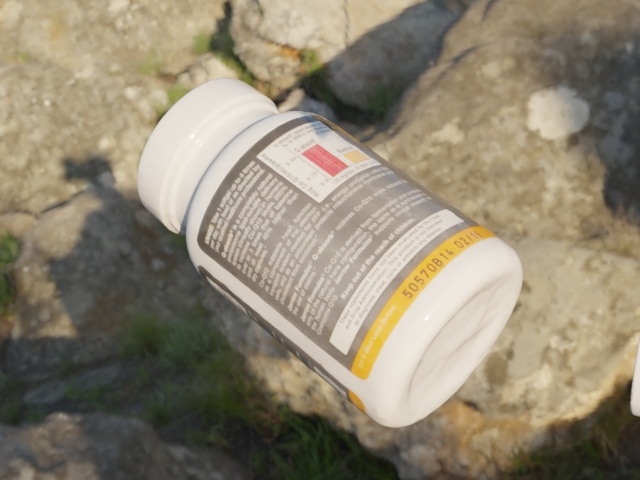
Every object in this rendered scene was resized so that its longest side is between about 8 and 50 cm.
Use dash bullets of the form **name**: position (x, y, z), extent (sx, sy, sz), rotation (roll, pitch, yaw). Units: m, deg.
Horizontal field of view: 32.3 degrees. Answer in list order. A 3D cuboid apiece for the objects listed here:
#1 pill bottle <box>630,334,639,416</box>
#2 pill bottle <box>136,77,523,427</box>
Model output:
- **pill bottle**: position (0.374, 0.112, 0.858), extent (0.246, 0.136, 0.136), rotation (10, 29, 21)
- **pill bottle**: position (0.000, 0.000, 0.838), extent (0.278, 0.162, 0.162), rotation (38, 51, 25)
